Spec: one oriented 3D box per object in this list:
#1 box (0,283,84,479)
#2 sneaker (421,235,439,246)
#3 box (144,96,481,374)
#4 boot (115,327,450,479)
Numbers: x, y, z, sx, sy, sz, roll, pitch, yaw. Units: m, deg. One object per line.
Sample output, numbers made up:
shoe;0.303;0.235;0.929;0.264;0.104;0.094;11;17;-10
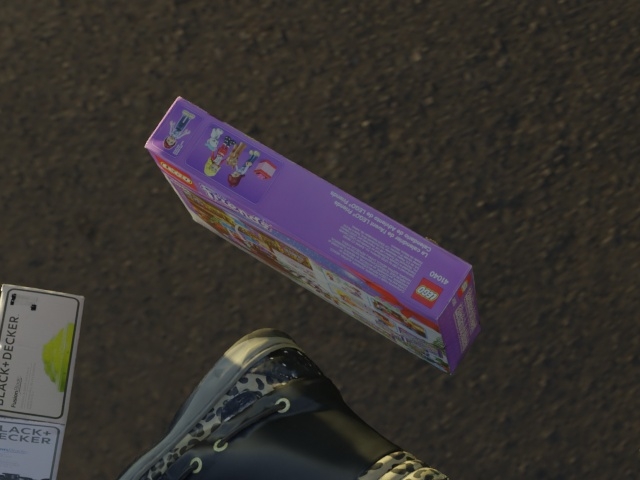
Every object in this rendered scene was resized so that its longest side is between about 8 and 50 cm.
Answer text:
box;-0.316;0.202;1.675;0.087;0.169;0.290;9;137;-8
sneaker;0.065;0.034;2.045;0.185;0.084;0.069;4;145;0
box;0.000;0.000;1.376;0.293;0.057;0.201;31;169;16
boot;-0.043;0.188;0.968;0.178;0.085;0.236;33;87;40
